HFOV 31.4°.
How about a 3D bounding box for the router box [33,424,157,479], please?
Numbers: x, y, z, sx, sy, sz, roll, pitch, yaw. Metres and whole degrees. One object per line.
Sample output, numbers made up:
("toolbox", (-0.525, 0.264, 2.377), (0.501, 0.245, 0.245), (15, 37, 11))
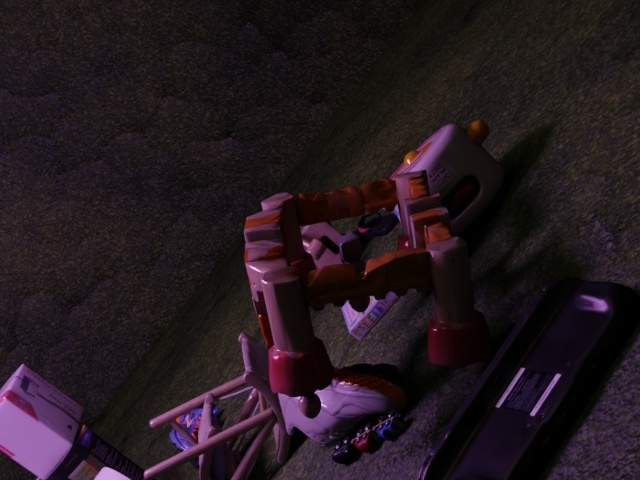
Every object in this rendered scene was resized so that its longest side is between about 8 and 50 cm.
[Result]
("router box", (-0.462, 0.546, 2.202), (0.309, 0.243, 0.081), (-48, 11, 14))

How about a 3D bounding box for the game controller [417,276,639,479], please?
("game controller", (0.226, 0.172, 1.249), (0.319, 0.067, 0.166), (-54, 26, -14))

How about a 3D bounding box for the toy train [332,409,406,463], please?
("toy train", (0.065, 0.276, 1.579), (0.158, 0.027, 0.036), (-40, 19, 44))

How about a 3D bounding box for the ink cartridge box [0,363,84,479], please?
("ink cartridge box", (-0.543, 0.339, 2.152), (0.092, 0.158, 0.218), (-51, 11, 3))

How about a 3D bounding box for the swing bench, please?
("swing bench", (-0.156, 0.322, 1.958), (0.254, 0.165, 0.253), (-44, 11, 4))

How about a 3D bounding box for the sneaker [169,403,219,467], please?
("sneaker", (-0.251, 0.385, 2.327), (0.087, 0.083, 0.221), (-41, 16, 7))

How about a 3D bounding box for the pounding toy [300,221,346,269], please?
("pounding toy", (-0.006, -0.006, 2.359), (0.094, 0.181, 0.206), (-51, 11, -6))

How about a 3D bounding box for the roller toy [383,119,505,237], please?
("roller toy", (0.199, -0.096, 1.906), (0.209, 0.146, 0.191), (-40, 9, 44))

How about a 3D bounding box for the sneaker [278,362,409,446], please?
("sneaker", (0.036, 0.245, 1.670), (0.099, 0.121, 0.262), (-13, 7, -39))

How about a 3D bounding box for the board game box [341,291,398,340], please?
("board game box", (0.086, 0.111, 2.026), (0.103, 0.026, 0.154), (-49, 12, 7))

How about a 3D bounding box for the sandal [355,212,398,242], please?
("sandal", (0.107, -0.035, 2.376), (0.067, 0.040, 0.179), (-54, 12, -18))

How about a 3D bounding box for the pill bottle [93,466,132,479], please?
("pill bottle", (-0.414, 0.589, 1.959), (0.363, 0.210, 0.210), (-55, 12, -22))

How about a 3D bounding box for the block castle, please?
("block castle", (0.058, 0.068, 1.634), (0.303, 0.213, 0.453), (-10, 18, 0))
